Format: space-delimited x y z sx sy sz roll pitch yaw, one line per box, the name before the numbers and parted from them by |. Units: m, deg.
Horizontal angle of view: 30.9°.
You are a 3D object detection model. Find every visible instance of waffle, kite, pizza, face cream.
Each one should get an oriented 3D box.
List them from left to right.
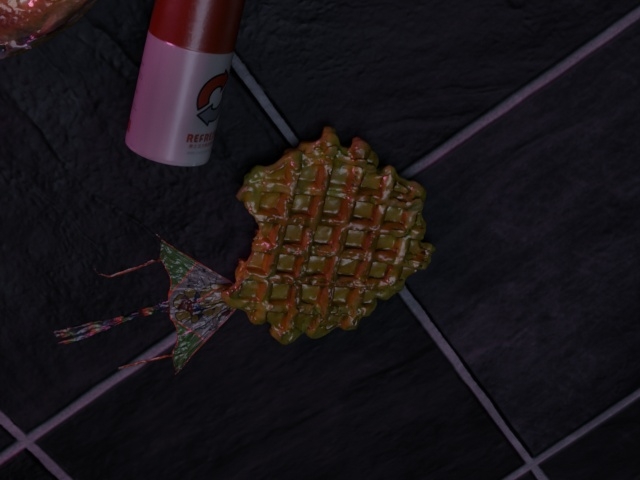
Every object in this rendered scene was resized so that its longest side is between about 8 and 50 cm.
pizza | -0.274 -0.312 1.169 0.161 0.085 0.305 35 108 -21
kite | -0.206 0.085 1.423 0.244 0.006 0.198 -12 118 -8
face cream | -0.144 -0.195 1.251 0.095 0.096 0.214 9 113 -17
waffle | 0.000 -0.001 1.405 0.291 0.051 0.291 -5 118 -10
